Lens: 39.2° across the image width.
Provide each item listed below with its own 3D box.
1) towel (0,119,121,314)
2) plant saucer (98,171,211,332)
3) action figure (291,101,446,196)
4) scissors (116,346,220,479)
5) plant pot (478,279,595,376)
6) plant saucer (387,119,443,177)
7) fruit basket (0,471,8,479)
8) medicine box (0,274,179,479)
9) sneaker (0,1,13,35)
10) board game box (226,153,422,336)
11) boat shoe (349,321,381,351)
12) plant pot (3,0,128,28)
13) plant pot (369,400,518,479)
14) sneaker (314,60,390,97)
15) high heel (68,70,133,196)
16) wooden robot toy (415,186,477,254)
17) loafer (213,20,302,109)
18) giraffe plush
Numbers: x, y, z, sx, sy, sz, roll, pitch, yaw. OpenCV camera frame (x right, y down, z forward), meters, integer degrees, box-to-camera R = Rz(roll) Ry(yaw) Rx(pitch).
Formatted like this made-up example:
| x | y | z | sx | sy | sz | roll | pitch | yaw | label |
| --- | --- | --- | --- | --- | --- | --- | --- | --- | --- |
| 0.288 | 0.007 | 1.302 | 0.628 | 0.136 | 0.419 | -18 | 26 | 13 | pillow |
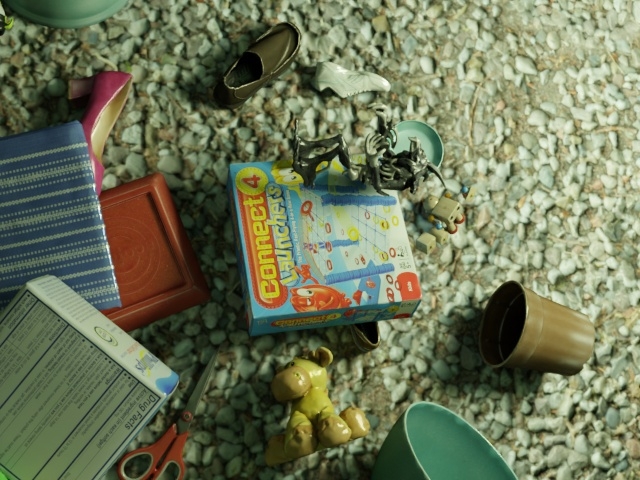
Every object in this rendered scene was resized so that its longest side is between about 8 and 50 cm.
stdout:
| x | y | z | sx | sy | sz | roll | pitch | yaw | label |
| --- | --- | --- | --- | --- | --- | --- | --- | --- | --- |
| -0.493 | -0.024 | 1.554 | 0.243 | 0.040 | 0.336 | -13 | 88 | 2 | towel |
| -0.358 | 0.030 | 1.606 | 0.258 | 0.048 | 0.259 | -21 | 85 | -14 | plant saucer |
| 0.089 | -0.155 | 1.583 | 0.275 | 0.164 | 0.141 | 3 | 121 | -3 | action figure |
| -0.238 | 0.334 | 1.591 | 0.109 | 0.021 | 0.297 | 40 | 74 | 0 | scissors |
| 0.410 | 0.177 | 1.685 | 0.165 | 0.167 | 0.167 | 17 | 77 | -15 | plant pot |
| 0.182 | -0.177 | 1.767 | 0.119 | 0.021 | 0.119 | 2 | 80 | -12 | plant saucer |
| -0.507 | 0.551 | 1.375 | 0.392 | 0.283 | 0.392 | 4 | 58 | -6 | fruit basket |
| -0.428 | 0.248 | 1.463 | 0.289 | 0.149 | 0.263 | 40 | 93 | -3 | medicine box |
| -0.668 | -0.376 | 1.597 | 0.234 | 0.084 | 0.097 | -22 | 86 | -15 | sneaker |
| 0.000 | 0.000 | 1.623 | 0.301 | 0.086 | 0.308 | -6 | 65 | -13 | board game box |
| 0.070 | 0.116 | 1.667 | 0.066 | 0.066 | 0.183 | -26 | 86 | -15 | boat shoe |
| -0.467 | -0.556 | 1.614 | 0.293 | 0.196 | 0.293 | 2 | 80 | -12 | plant pot |
| 0.194 | 0.453 | 1.548 | 0.290 | 0.290 | 0.195 | 40 | 110 | -2 | plant pot |
| 0.061 | -0.304 | 1.755 | 0.152 | 0.054 | 0.061 | 12 | 87 | -3 | sneaker |
| -0.386 | -0.192 | 1.624 | 0.117 | 0.082 | 0.244 | -9 | 68 | -3 | high heel |
| 0.228 | -0.051 | 1.744 | 0.079 | 0.076 | 0.173 | 28 | 72 | 31 | wooden robot toy |
| -0.111 | -0.337 | 1.707 | 0.080 | 0.078 | 0.220 | 41 | 75 | -2 | loafer |
| -0.019 | 0.281 | 1.564 | 0.181 | 0.210 | 0.171 | -20 | 78 | 10 | giraffe plush |
